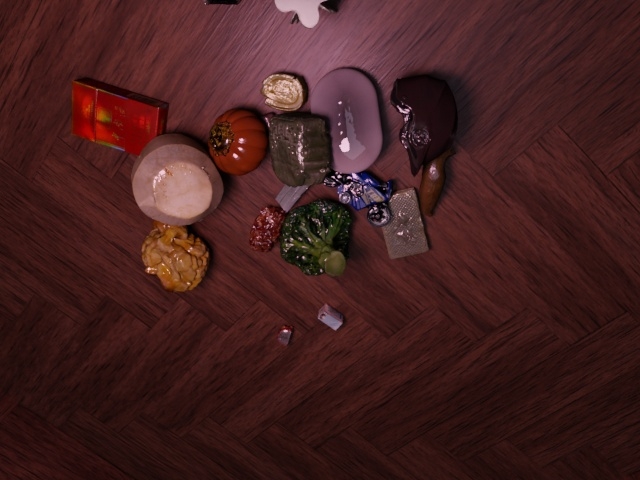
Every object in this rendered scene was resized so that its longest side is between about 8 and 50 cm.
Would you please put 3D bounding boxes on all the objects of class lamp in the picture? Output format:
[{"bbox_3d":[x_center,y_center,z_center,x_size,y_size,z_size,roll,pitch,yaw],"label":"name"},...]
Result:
[{"bbox_3d":[-0.277,-0.328,1.552,0.223,0.197,0.223,-1,88,38],"label":"lamp"}]

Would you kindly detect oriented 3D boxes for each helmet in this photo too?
[{"bbox_3d":[0.329,-0.363,1.424,0.177,0.225,0.305,-18,106,4],"label":"helmet"}]

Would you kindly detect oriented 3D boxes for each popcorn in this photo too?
[{"bbox_3d":[-0.559,0.038,1.772,0.265,0.225,0.332,9,122,33],"label":"popcorn"}]

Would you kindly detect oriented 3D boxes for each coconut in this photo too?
[{"bbox_3d":[-0.494,-0.207,1.592,0.323,0.323,0.323,4,117,7],"label":"coconut"}]

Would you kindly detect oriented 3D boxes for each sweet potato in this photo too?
[{"bbox_3d":[0.389,-0.202,1.565,0.112,0.085,0.285,-18,124,-32],"label":"sweet potato"}]

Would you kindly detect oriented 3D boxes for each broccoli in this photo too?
[{"bbox_3d":[0.000,0.000,1.629,0.298,0.297,0.297,-10,116,-21],"label":"broccoli"}]

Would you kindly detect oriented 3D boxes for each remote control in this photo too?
[{"bbox_3d":[0.084,-0.381,1.497,0.221,0.103,0.332,-7,101,12],"label":"remote control"}]

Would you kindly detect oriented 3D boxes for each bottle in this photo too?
[{"bbox_3d":[-0.160,-0.365,1.594,0.053,0.053,0.140,-15,112,16],"label":"bottle"}]

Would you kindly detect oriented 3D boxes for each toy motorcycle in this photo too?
[{"bbox_3d":[0.140,-0.191,1.606,0.315,0.113,0.169,41,105,-2],"label":"toy motorcycle"}]

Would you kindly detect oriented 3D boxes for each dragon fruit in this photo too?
[{"bbox_3d":[-0.153,0.398,1.975,0.060,0.056,0.083,15,114,0],"label":"dragon fruit"}]

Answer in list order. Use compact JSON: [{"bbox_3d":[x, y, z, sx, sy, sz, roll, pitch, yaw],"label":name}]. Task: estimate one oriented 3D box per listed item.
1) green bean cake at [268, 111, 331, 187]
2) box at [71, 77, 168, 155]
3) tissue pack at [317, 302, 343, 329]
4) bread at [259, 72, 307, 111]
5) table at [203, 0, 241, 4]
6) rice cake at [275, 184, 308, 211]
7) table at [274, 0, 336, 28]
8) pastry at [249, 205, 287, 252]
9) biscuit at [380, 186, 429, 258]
[{"bbox_3d":[-0.069,-0.290,1.497,0.223,0.125,0.227,24,125,47],"label":"green bean cake"},{"bbox_3d":[-0.708,-0.427,1.635,0.313,0.089,0.197,18,119,1],"label":"box"},{"bbox_3d":[0.042,0.311,1.891,0.094,0.074,0.058,36,109,-8],"label":"tissue pack"},{"bbox_3d":[-0.122,-0.487,1.522,0.156,0.064,0.117,11,113,5],"label":"bread"},{"bbox_3d":[-0.237,-0.844,1.244,0.335,0.272,0.222,-40,105,24],"label":"table"},{"bbox_3d":[-0.080,-0.198,1.648,0.040,0.085,0.226,17,126,-40],"label":"rice cake"},{"bbox_3d":[-0.030,-0.698,1.324,0.167,0.198,0.166,4,117,7],"label":"table"},{"bbox_3d":[-0.199,-0.038,1.744,0.115,0.097,0.208,33,119,4],"label":"pastry"},{"bbox_3d":[0.295,-0.059,1.674,0.150,0.052,0.252,-11,113,14],"label":"biscuit"}]
